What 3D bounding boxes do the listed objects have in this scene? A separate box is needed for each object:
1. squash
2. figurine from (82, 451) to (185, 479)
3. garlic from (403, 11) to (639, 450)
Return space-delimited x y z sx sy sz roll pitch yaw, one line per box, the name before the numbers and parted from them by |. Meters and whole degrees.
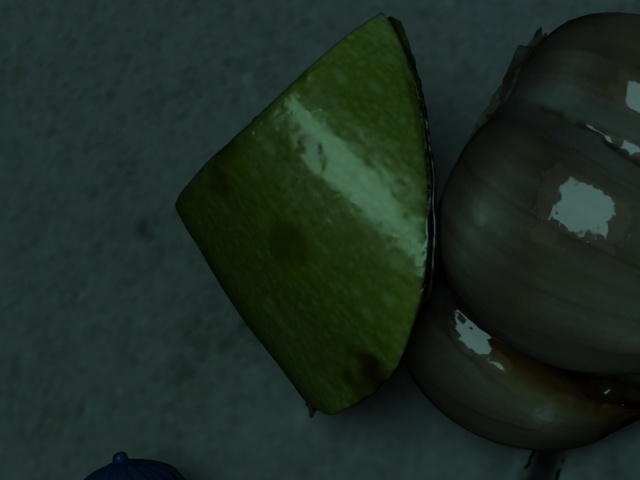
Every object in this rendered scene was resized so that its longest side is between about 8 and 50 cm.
squash | -0.021 -0.005 0.617 0.192 0.085 0.184 -46 47 48
figurine | -0.091 0.191 0.642 0.086 0.087 0.149 -18 63 -28
garlic | 0.128 -0.001 0.580 0.191 0.160 0.214 36 84 30
